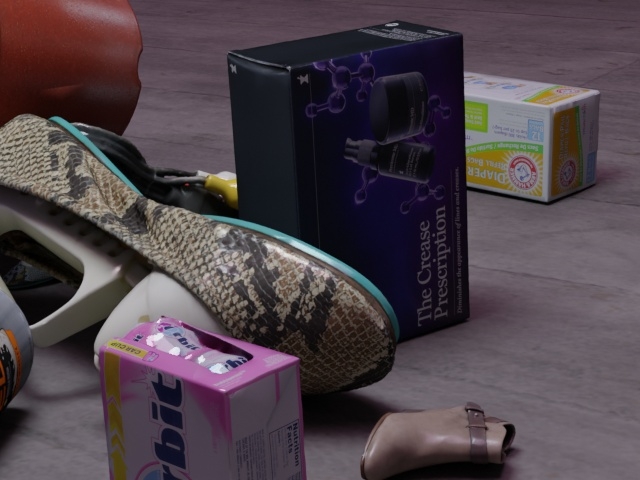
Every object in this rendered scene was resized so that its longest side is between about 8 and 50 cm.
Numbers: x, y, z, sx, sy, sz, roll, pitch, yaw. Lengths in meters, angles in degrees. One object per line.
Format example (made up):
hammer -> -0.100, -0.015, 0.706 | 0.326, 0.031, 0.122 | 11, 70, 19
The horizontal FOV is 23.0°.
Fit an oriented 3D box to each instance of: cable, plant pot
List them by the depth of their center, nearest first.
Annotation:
plant pot -> -0.336, -0.180, 1.539 | 0.272, 0.272, 0.265 | 13, 8, 41
cable -> -0.158, -0.069, 1.596 | 0.287, 0.072, 0.139 | 29, -15, -38

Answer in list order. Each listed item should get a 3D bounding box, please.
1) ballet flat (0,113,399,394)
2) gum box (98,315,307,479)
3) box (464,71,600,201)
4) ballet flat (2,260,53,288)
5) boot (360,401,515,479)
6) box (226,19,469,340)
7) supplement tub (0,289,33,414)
ballet flat -> -0.159, 0.038, 1.299 | 0.182, 0.164, 0.483 | -37, 46, -28
gum box -> -0.067, 0.142, 0.916 | 0.107, 0.188, 0.062 | 13, 24, 40
box -> 0.208, -0.122, 1.802 | 0.203, 0.114, 0.103 | 13, 23, 40
ballet flat -> -0.264, 0.019, 1.569 | 0.114, 0.041, 0.041 | -10, 19, -20
boot -> 0.088, 0.146, 1.119 | 0.087, 0.042, 0.118 | 7, 21, 21
box -> 0.028, -0.043, 1.352 | 0.184, 0.261, 0.103 | -15, 21, -30
supplement tub -> -0.296, 0.109, 1.174 | 0.117, 0.117, 0.190 | 0, 19, 9
